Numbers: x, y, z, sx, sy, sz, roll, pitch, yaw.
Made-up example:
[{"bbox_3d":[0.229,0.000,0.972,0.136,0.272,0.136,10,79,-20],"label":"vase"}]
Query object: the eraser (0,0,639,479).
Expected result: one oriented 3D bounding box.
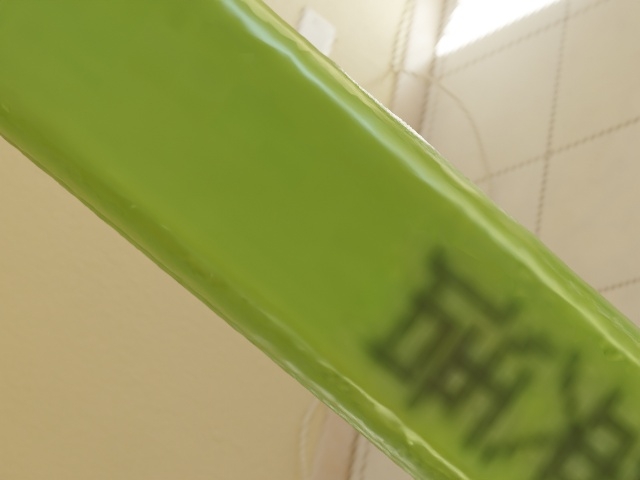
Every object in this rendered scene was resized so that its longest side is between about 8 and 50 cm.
[{"bbox_3d":[0.000,0.000,0.458,0.092,0.274,0.210,-49,3,-3],"label":"eraser"}]
